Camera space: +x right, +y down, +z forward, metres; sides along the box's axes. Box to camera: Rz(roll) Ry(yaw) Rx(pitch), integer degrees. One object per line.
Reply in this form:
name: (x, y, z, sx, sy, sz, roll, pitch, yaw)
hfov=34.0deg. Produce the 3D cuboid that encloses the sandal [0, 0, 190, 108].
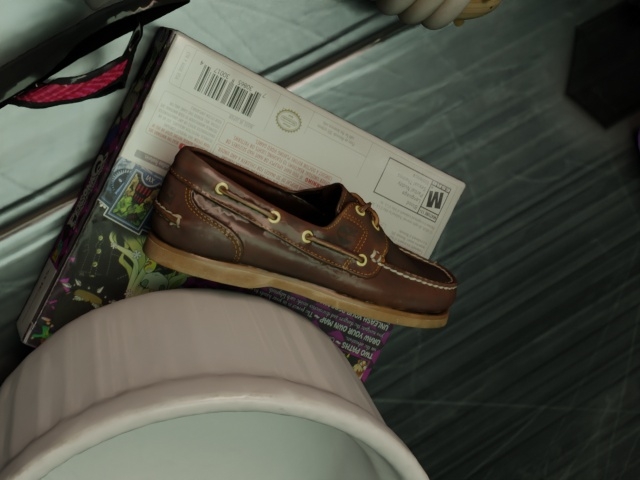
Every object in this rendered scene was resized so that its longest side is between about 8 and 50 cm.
sandal: (-0.149, -0.089, 0.592, 0.179, 0.067, 0.040, -31, 96, -4)

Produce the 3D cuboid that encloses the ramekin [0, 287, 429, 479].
ramekin: (-0.079, 0.162, 0.629, 0.277, 0.135, 0.277, -7, 122, -12)

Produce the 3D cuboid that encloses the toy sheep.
toy sheep: (0.058, -0.180, 0.649, 0.132, 0.091, 0.091, 27, 94, -14)

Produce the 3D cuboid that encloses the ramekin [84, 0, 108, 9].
ramekin: (-0.064, -0.219, 0.519, 0.207, 0.207, 0.109, -39, 108, -9)

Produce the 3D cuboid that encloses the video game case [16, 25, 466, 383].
video game case: (-0.045, 0.007, 0.681, 0.232, 0.042, 0.210, 24, 95, -28)

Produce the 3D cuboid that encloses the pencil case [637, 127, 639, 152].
pencil case: (0.337, -0.102, 0.790, 0.206, 0.088, 0.086, -35, 115, -11)

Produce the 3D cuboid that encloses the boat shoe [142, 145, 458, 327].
boat shoe: (0.000, 0.000, 0.632, 0.207, 0.073, 0.073, 15, 102, -27)
